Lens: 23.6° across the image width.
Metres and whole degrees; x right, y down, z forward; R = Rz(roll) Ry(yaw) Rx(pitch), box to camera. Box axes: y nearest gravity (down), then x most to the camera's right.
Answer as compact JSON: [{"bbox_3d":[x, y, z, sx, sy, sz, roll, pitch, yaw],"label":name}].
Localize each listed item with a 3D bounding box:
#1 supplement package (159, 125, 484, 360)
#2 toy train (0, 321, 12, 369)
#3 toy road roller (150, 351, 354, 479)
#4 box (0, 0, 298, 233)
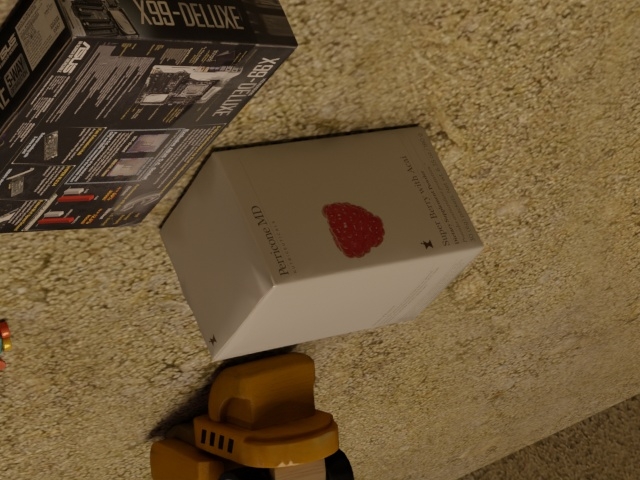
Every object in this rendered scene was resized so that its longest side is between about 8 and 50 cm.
[{"bbox_3d":[0.000,0.000,1.740,0.293,0.177,0.175,-10,155,-35],"label":"supplement package"},{"bbox_3d":[-0.434,0.152,1.803,0.166,0.046,0.125,-37,156,29],"label":"toy train"},{"bbox_3d":[-0.106,0.285,2.332,0.202,0.240,0.329,-9,-169,-35],"label":"toy road roller"},{"bbox_3d":[-0.202,-0.117,1.389,0.242,0.076,0.307,-5,151,-42],"label":"box"}]
